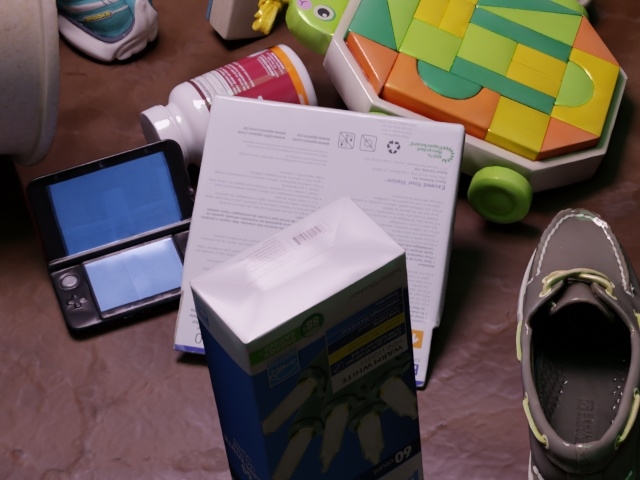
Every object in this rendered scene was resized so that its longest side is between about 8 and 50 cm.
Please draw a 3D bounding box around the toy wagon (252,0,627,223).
[{"bbox_3d":[0.106,-0.167,1.547,0.344,0.068,0.267,23,49,0],"label":"toy wagon"}]

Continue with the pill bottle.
[{"bbox_3d":[-0.085,-0.118,1.567,0.152,0.086,0.086,-25,48,-16],"label":"pill bottle"}]

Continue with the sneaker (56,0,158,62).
[{"bbox_3d":[-0.272,-0.285,1.736,0.275,0.110,0.107,27,54,29],"label":"sneaker"}]

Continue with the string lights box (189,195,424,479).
[{"bbox_3d":[-0.004,0.106,1.216,0.133,0.260,0.077,-29,49,-20],"label":"string lights box"}]

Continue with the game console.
[{"bbox_3d":[-0.169,-0.004,1.465,0.144,0.085,0.124,-18,46,-10],"label":"game console"}]

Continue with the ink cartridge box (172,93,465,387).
[{"bbox_3d":[0.000,0.000,1.422,0.223,0.045,0.224,9,84,10],"label":"ink cartridge box"}]

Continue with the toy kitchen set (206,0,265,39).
[{"bbox_3d":[-0.040,-0.309,1.754,0.207,0.122,0.166,-10,41,-32],"label":"toy kitchen set"}]

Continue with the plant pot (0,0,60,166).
[{"bbox_3d":[-0.418,-0.209,1.459,0.305,0.334,0.334,-10,44,-21],"label":"plant pot"}]

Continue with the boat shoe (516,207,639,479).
[{"bbox_3d":[0.209,0.079,1.336,0.109,0.091,0.305,1,46,7],"label":"boat shoe"}]

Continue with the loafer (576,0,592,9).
[{"bbox_3d":[0.167,-0.306,1.716,0.102,0.092,0.268,-33,51,-24],"label":"loafer"}]
